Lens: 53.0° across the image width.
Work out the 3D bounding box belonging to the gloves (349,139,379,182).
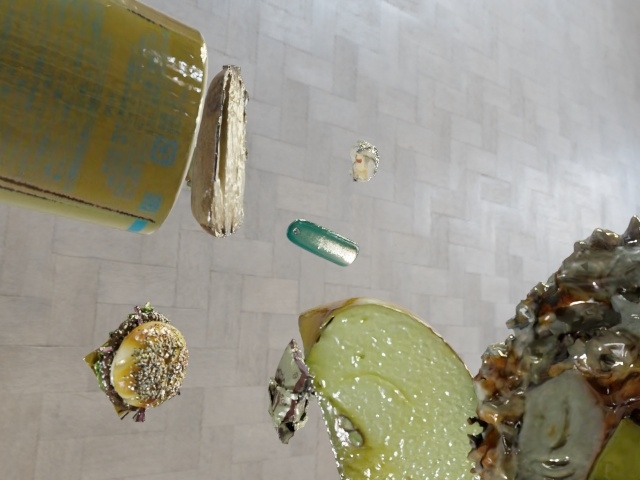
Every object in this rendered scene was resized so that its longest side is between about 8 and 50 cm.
[{"bbox_3d":[0.113,-0.207,1.704,0.071,0.153,0.114,2,106,-10],"label":"gloves"}]

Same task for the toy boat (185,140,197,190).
[{"bbox_3d":[-0.307,-0.204,1.568,0.071,0.089,0.185,23,58,-7],"label":"toy boat"}]

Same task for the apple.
[{"bbox_3d":[0.082,0.232,0.831,0.179,0.254,0.345,-20,100,-31],"label":"apple"}]

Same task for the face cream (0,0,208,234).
[{"bbox_3d":[-0.195,-0.098,0.322,0.285,0.067,0.139,16,83,-42],"label":"face cream"}]

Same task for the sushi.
[{"bbox_3d":[0.339,0.187,0.622,0.176,0.418,0.417,40,60,-51],"label":"sushi"}]

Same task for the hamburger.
[{"bbox_3d":[-0.272,0.197,1.015,0.164,0.093,0.189,-56,141,-31],"label":"hamburger"}]

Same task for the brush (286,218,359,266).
[{"bbox_3d":[0.000,0.000,0.928,0.043,0.032,0.193,-59,145,4],"label":"brush"}]

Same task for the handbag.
[{"bbox_3d":[-0.077,0.408,1.739,0.127,0.235,0.212,15,101,-17],"label":"handbag"}]

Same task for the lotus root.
[{"bbox_3d":[-0.198,-0.171,1.221,0.167,0.078,0.329,-11,105,-79],"label":"lotus root"}]
